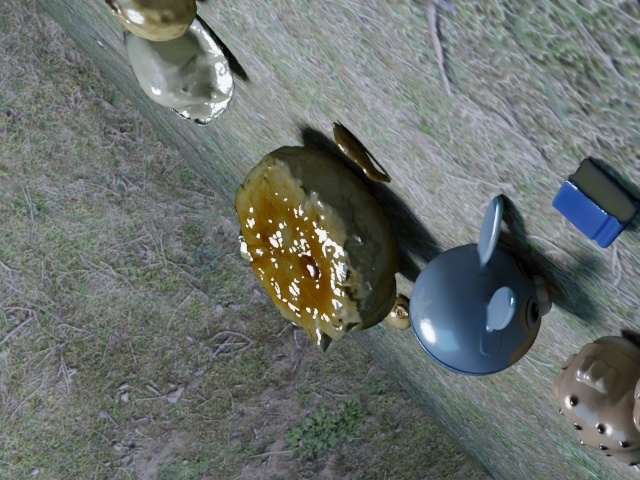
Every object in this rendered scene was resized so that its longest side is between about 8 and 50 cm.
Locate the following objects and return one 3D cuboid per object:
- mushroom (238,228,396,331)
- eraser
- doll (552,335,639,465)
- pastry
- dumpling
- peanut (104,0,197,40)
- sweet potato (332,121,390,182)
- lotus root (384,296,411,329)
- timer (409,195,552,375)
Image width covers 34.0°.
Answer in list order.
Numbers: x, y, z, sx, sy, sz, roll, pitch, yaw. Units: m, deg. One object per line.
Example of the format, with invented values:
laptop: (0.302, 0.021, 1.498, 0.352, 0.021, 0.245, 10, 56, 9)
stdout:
mushroom: (0.025, 0.005, 1.896, 0.292, 0.217, 0.212, 21, 119, 31)
eraser: (0.233, -0.029, 0.891, 0.063, 0.027, 0.085, 44, 173, 12)
doll: (0.359, 0.179, 1.094, 0.154, 0.119, 0.278, 46, 163, -18)
pastry: (0.000, 0.000, 1.635, 0.329, 0.136, 0.330, 33, 137, 37)
dumpling: (-0.222, -0.295, 1.630, 0.172, 0.142, 0.247, -25, 107, 45)
peanut: (-0.237, -0.338, 1.444, 0.141, 0.109, 0.159, 56, -177, -5)
sweet potato: (0.051, -0.114, 1.426, 0.115, 0.026, 0.026, 48, 172, -14)
lotus root: (0.161, 0.151, 2.156, 0.073, 0.062, 0.150, 44, 174, 5)
timer: (0.207, 0.062, 1.220, 0.175, 0.175, 0.255, 44, 143, -1)
